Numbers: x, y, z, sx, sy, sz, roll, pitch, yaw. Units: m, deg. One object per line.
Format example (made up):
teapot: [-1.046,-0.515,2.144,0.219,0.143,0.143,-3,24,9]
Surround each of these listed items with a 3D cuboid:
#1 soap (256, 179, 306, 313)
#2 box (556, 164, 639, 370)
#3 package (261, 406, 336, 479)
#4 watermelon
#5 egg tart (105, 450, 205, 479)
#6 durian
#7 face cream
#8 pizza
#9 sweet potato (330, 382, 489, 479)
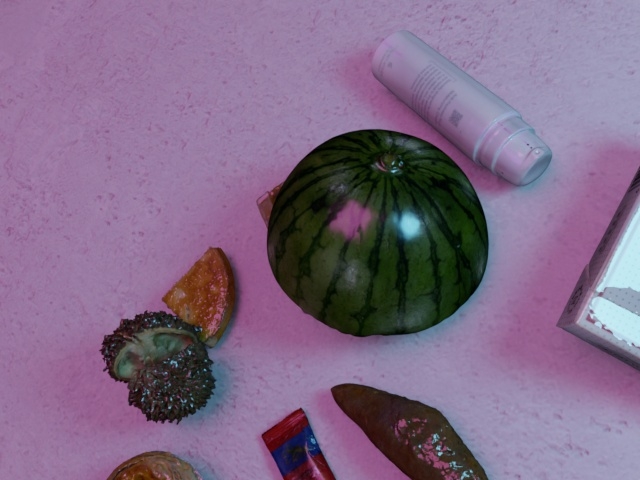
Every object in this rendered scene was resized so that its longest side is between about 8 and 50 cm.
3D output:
soap: [-0.001,0.000,1.243,0.135,0.076,0.233,-32,61,12]
box: [0.467,0.013,0.951,0.210,0.095,0.330,29,83,7]
package: [-0.017,0.355,1.143,0.083,0.022,0.200,-36,61,10]
watermelon: [0.083,-0.033,1.095,0.330,0.189,0.331,-4,60,7]
egg tart: [-0.254,0.442,1.183,0.234,0.094,0.234,-7,71,23]
durian: [-0.258,0.205,1.232,0.167,0.196,0.196,-17,60,-12]
face cream: [0.219,-0.206,1.201,0.102,0.102,0.345,-44,58,4]
pizza: [-0.203,0.096,1.322,0.134,0.046,0.175,3,72,25]
sweet potato: [0.141,0.288,1.049,0.341,0.092,0.114,45,110,33]
